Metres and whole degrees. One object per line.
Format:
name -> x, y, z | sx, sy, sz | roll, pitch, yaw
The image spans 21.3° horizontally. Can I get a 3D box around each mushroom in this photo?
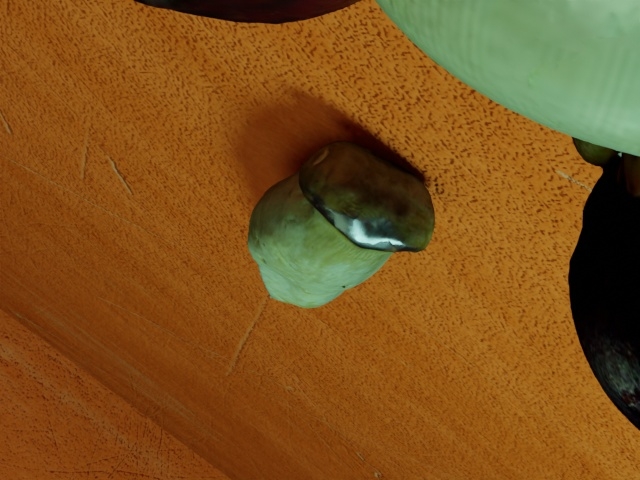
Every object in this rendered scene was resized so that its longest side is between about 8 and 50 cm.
mushroom -> -0.003, -0.002, 1.309 | 0.107, 0.087, 0.333 | 32, 166, -7

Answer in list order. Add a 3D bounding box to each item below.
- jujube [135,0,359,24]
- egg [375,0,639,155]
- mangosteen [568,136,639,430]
jujube -> -0.044, -0.182, 0.692 | 0.243, 0.183, 0.183 | 20, 160, 38
egg -> 0.137, -0.125, 0.471 | 0.295, 0.218, 0.218 | 11, 159, 12
mangosteen -> 0.198, -0.020, 0.743 | 0.250, 0.211, 0.211 | 64, 161, 1
